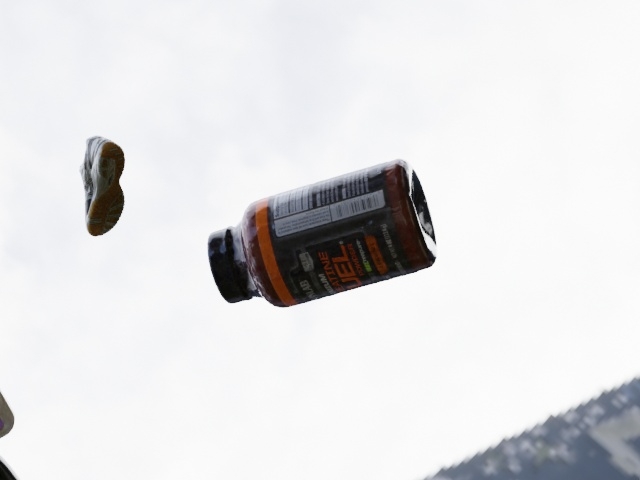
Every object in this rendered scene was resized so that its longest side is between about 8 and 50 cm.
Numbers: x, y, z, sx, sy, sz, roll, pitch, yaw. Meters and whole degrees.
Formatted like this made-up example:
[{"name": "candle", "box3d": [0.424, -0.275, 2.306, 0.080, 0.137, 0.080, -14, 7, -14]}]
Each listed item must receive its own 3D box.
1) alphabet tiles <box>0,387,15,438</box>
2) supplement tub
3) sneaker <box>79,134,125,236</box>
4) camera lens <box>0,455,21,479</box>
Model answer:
[{"name": "alphabet tiles", "box3d": [-0.441, 0.184, 1.494, 0.284, 0.021, 0.278, -29, -79, -7]}, {"name": "supplement tub", "box3d": [0.000, 0.000, 1.446, 0.197, 0.106, 0.106, -16, -51, 14]}, {"name": "sneaker", "box3d": [-0.177, -0.045, 1.277, 0.032, 0.037, 0.083, -8, -60, -41]}, {"name": "camera lens", "box3d": [-0.344, 0.273, 1.193, 0.219, 0.219, 0.274, 2, -38, -33]}]
